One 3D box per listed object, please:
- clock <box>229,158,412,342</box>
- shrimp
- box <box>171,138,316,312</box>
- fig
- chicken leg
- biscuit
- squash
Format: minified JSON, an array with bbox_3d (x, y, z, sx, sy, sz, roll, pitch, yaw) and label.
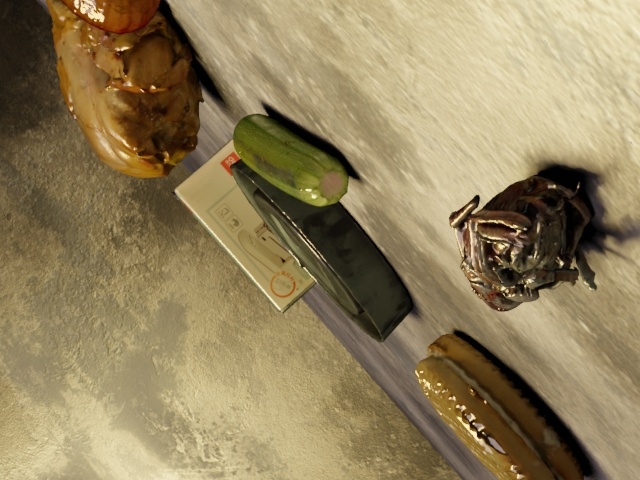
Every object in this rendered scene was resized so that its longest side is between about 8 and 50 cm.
[{"bbox_3d":[0.000,0.001,1.386,0.319,0.066,0.319,48,174,7],"label":"clock"},{"bbox_3d":[0.121,0.001,0.601,0.190,0.074,0.073,117,145,-72],"label":"shrimp"},{"bbox_3d":[-0.104,-0.021,1.626,0.269,0.135,0.079,49,174,3],"label":"box"},{"bbox_3d":[-0.212,-0.297,1.052,0.119,0.153,0.119,19,-151,-11],"label":"fig"},{"bbox_3d":[-0.278,-0.285,1.355,0.410,0.182,0.295,65,163,-2],"label":"chicken leg"},{"bbox_3d":[0.207,0.218,1.195,0.259,0.079,0.259,49,173,8],"label":"biscuit"},{"bbox_3d":[-0.038,-0.091,1.124,0.066,0.066,0.229,53,171,-32],"label":"squash"}]
